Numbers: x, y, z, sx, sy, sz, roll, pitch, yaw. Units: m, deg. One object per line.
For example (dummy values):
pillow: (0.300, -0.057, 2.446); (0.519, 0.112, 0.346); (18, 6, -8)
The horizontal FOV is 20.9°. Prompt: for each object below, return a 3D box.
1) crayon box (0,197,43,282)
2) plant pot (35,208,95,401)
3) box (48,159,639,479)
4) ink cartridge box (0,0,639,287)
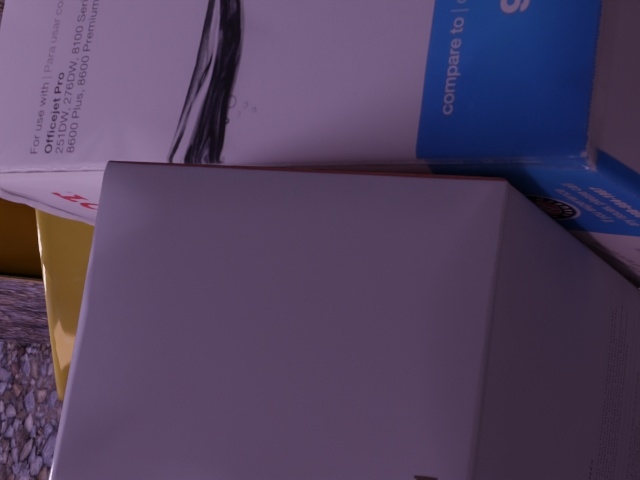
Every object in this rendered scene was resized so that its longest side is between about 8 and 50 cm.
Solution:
crayon box: (-0.288, -0.004, 1.783); (0.202, 0.081, 0.318); (7, -177, -20)
plant pot: (-0.099, -0.015, 1.349); (0.239, 0.254, 0.254); (-6, 173, -10)
box: (0.043, 0.083, 0.945); (0.215, 0.168, 0.345); (4, 169, 24)
ink cartridge box: (0.045, -0.078, 1.005); (0.395, 0.166, 0.285); (0, 167, 34)
